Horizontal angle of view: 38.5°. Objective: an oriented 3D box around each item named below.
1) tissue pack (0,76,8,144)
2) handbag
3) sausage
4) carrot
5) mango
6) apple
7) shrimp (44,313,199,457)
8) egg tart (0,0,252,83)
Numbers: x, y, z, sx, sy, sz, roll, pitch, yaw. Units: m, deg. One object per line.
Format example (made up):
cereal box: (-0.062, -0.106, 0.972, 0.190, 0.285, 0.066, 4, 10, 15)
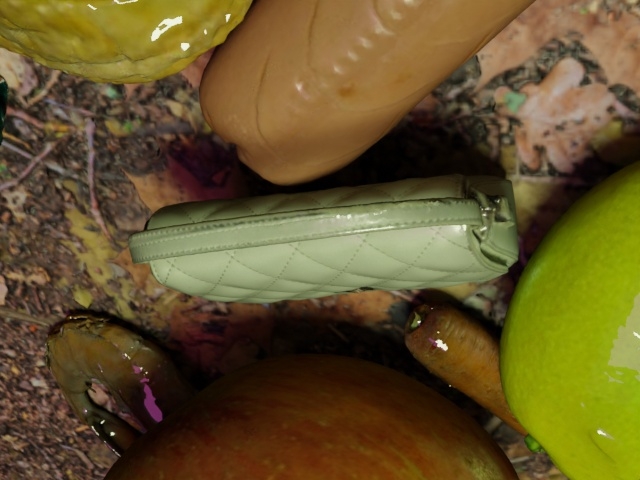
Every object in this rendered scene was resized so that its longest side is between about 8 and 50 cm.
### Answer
tissue pack: (-0.321, -0.080, 0.680, 0.103, 0.170, 0.090, 23, 127, 0)
handbag: (0.000, 0.000, 0.603, 0.256, 0.219, 0.079, -6, 87, 23)
sausage: (0.040, -0.144, 0.549, 0.121, 0.121, 0.304, 41, 128, -12)
carrot: (0.163, 0.131, 0.739, 0.248, 0.059, 0.059, 40, 126, -15)
mango: (0.221, 0.049, 0.606, 0.185, 0.149, 0.273, 18, 122, 15)
apple: (-0.010, 0.249, 0.709, 0.339, 0.339, 0.339, 9, 126, 13)
shrimp: (-0.174, 0.174, 0.884, 0.173, 0.058, 0.253, -19, 113, 37)
egg tart: (-0.162, -0.256, 0.505, 0.339, 0.153, 0.351, 5, 113, 16)
